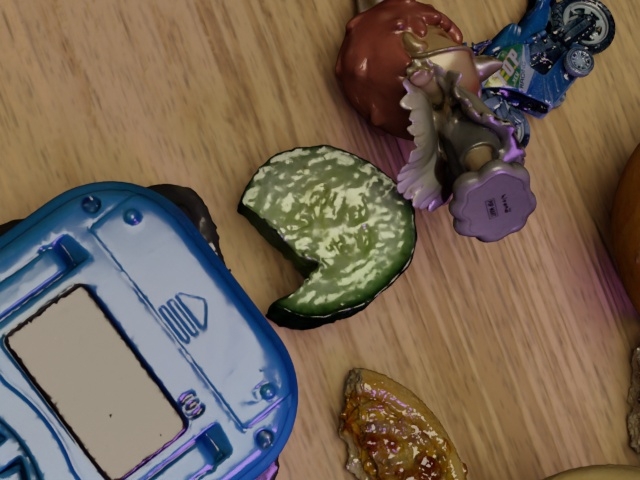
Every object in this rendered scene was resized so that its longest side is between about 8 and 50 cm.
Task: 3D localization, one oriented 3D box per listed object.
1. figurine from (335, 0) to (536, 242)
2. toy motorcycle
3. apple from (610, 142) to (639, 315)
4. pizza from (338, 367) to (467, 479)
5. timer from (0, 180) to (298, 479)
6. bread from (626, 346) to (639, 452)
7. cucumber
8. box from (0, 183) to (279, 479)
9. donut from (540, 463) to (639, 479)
[{"bbox_3d":[0.115,-0.161,1.827,0.166,0.207,0.387,-24,48,1],"label":"figurine"},{"bbox_3d":[0.229,-0.207,1.932,0.135,0.092,0.254,40,66,2],"label":"toy motorcycle"},{"bbox_3d":[0.465,-0.020,1.862,0.299,0.275,0.299,8,57,-12],"label":"apple"},{"bbox_3d":[0.097,0.248,1.850,0.127,0.058,0.246,-14,87,-17],"label":"pizza"},{"bbox_3d":[-0.204,0.129,1.663,0.309,0.115,0.340,-37,91,-14],"label":"timer"},{"bbox_3d":[0.402,0.174,1.932,0.106,0.082,0.125,1,80,-9],"label":"bread"},{"bbox_3d":[0.007,-0.007,1.826,0.191,0.130,0.191,3,78,-13],"label":"cucumber"},{"bbox_3d":[-0.237,0.140,1.756,0.350,0.091,0.359,-17,86,-17],"label":"box"},{"bbox_3d":[0.268,0.441,1.705,0.198,0.449,0.449,10,78,-54],"label":"donut"}]
